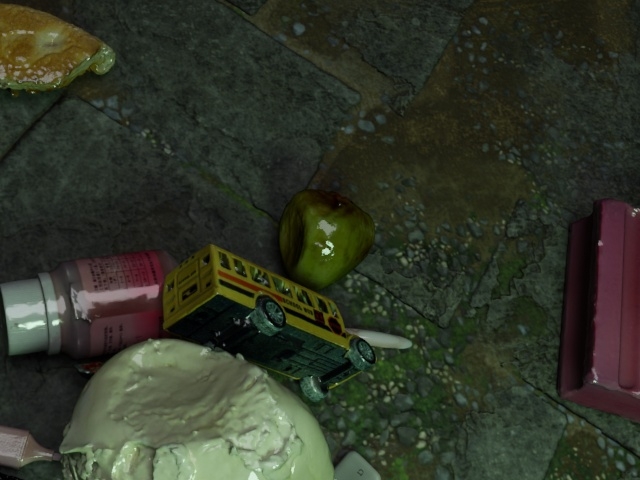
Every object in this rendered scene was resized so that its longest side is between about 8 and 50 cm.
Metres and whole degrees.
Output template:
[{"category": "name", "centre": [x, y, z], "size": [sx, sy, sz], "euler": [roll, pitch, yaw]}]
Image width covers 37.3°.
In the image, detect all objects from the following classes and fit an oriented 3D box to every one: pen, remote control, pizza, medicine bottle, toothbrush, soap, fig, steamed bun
[{"category": "pen", "centre": [-0.444, 0.270, 1.272], "size": [0.197, 0.032, 0.053], "euler": [15, 60, -9]}, {"category": "remote control", "centre": [-0.010, 0.410, 1.358], "size": [0.067, 0.029, 0.261], "euler": [44, 59, 5]}, {"category": "pizza", "centre": [-0.509, -0.299, 1.502], "size": [0.365, 0.074, 0.182], "euler": [-1, 64, -20]}, {"category": "medicine bottle", "centre": [-0.320, 0.093, 1.338], "size": [0.247, 0.147, 0.147], "euler": [-7, 68, -22]}, {"category": "toothbrush", "centre": [0.004, 0.142, 1.494], "size": [0.307, 0.029, 0.025], "euler": [9, 54, -15]}, {"category": "soap", "centre": [0.548, 0.126, 1.639], "size": [0.233, 0.128, 0.360], "euler": [18, 60, -9]}, {"category": "fig", "centre": [0.000, 0.000, 1.508], "size": [0.154, 0.144, 0.166], "euler": [44, 60, -39]}, {"category": "steamed bun", "centre": [-0.160, 0.303, 1.181], "size": [0.333, 0.312, 0.233], "euler": [7, 42, 31]}]

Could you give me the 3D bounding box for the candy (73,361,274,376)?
[{"category": "candy", "centre": [-0.206, 0.193, 1.362], "size": [0.292, 0.086, 0.059], "euler": [7, 80, -16]}]

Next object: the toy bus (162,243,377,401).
[{"category": "toy bus", "centre": [-0.066, 0.122, 1.355], "size": [0.335, 0.121, 0.123], "euler": [27, 37, -42]}]

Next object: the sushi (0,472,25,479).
[{"category": "sushi", "centre": [-0.418, 0.382, 1.160], "size": [0.115, 0.147, 0.212], "euler": [16, 53, -7]}]
